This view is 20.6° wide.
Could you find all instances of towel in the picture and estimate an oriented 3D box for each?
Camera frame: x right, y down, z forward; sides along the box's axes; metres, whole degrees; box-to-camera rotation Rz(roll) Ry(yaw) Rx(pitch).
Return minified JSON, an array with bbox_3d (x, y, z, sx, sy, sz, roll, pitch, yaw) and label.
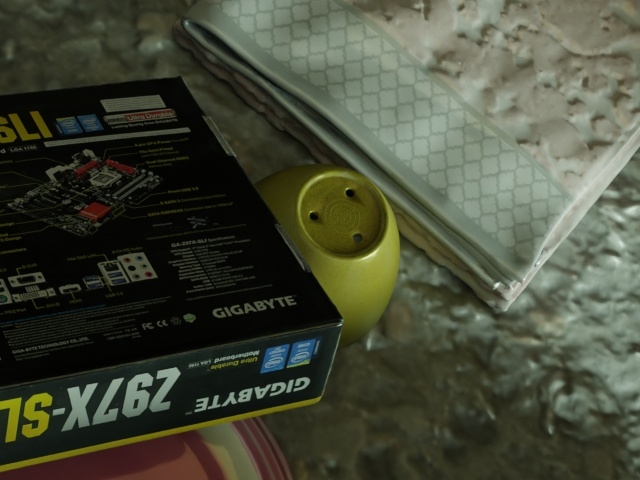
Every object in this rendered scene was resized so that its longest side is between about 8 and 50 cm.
[{"bbox_3d":[0.102,-0.160,1.337,0.332,0.053,0.317,39,62,0],"label":"towel"}]

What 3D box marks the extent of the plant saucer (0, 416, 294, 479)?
[{"bbox_3d":[-0.159,0.191,1.086,0.332,0.084,0.332,7,66,-16],"label":"plant saucer"}]

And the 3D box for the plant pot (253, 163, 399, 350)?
[{"bbox_3d":[0.000,0.000,1.210,0.134,0.095,0.134,6,66,-15],"label":"plant pot"}]

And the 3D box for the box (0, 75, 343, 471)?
[{"bbox_3d":[-0.183,0.016,1.081,0.322,0.079,0.257,-10,44,-29],"label":"box"}]
